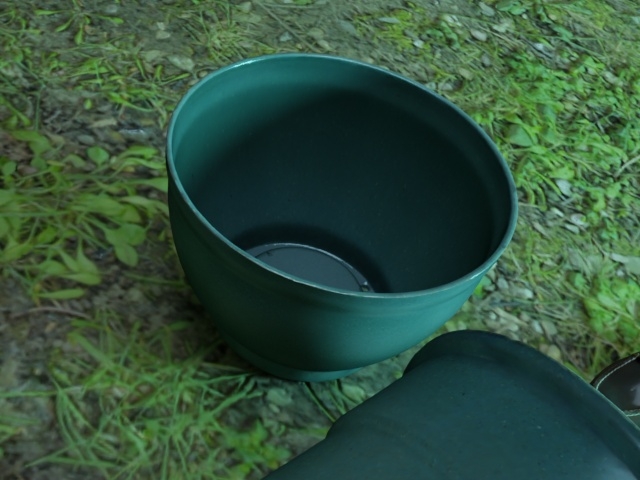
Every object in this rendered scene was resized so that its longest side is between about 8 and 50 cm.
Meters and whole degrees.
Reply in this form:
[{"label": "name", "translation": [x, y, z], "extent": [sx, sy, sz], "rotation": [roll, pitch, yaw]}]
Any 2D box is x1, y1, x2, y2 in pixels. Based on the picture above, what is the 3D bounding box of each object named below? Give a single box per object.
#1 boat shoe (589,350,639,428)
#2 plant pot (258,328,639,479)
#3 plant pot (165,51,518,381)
[{"label": "boat shoe", "translation": [0.338, 0.125, 0.927], "extent": [0.207, 0.073, 0.073], "rotation": [-15, 54, -28]}, {"label": "plant pot", "translation": [0.009, 0.270, 0.522], "extent": [0.334, 0.341, 0.341], "rotation": [-23, 56, -24]}, {"label": "plant pot", "translation": [0.000, 0.000, 0.856], "extent": [0.293, 0.196, 0.293], "rotation": [9, 45, -9]}]
